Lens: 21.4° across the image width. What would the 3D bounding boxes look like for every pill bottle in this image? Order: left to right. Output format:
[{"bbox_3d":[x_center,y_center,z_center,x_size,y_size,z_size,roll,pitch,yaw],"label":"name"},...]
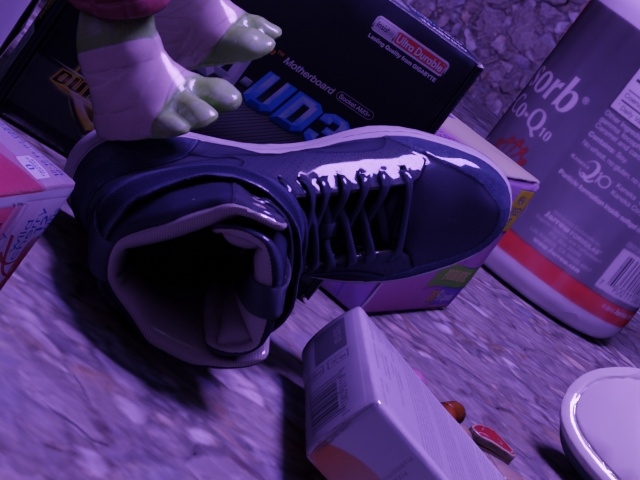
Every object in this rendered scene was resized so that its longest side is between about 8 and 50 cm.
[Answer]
[{"bbox_3d":[0.292,-0.108,1.541,0.210,0.363,0.210,35,11,-8],"label":"pill bottle"}]

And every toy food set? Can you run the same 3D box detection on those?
[{"bbox_3d":[0.072,0.100,0.922,0.122,0.019,0.078,28,14,-37],"label":"toy food set"}]

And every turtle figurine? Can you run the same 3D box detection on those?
[{"bbox_3d":[-0.062,-0.198,0.773,0.198,0.275,0.266,-134,-156,-62],"label":"turtle figurine"}]

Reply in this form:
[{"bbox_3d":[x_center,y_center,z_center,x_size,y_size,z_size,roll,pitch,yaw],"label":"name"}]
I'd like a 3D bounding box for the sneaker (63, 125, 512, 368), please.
[{"bbox_3d":[-0.001,0.002,0.789,0.226,0.086,0.163,0,18,-13],"label":"sneaker"}]

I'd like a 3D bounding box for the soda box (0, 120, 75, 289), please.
[{"bbox_3d":[-0.213,-0.062,0.538,0.263,0.092,0.083,38,12,7],"label":"soda box"}]

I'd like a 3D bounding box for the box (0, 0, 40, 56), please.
[{"bbox_3d":[-0.284,-0.228,0.907,0.231,0.126,0.262,26,15,-42],"label":"box"}]

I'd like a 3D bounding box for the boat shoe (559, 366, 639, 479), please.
[{"bbox_3d":[0.277,0.196,1.040,0.319,0.116,0.099,31,-33,8],"label":"boat shoe"}]

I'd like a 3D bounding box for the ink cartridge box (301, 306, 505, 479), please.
[{"bbox_3d":[0.060,0.125,0.784,0.179,0.045,0.145,53,7,-12],"label":"ink cartridge box"}]

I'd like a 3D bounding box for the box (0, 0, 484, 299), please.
[{"bbox_3d":[-0.047,-0.093,0.953,0.220,0.175,0.051,33,12,-21],"label":"box"}]

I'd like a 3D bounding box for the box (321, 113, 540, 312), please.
[{"bbox_3d":[0.002,-0.070,1.151,0.243,0.117,0.213,39,11,15],"label":"box"}]
